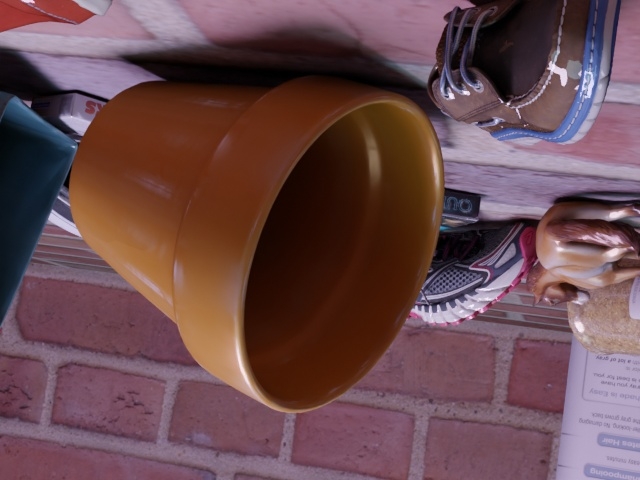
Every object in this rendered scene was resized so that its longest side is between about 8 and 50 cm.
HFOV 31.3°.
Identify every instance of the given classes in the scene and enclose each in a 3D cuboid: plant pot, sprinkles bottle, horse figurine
[{"bbox_3d":[-0.337,-0.053,0.845,0.234,0.165,0.165,21,175,6],"label":"plant pot"},{"bbox_3d":[-0.053,-0.019,0.742,0.188,0.205,0.205,22,-178,33],"label":"plant pot"},{"bbox_3d":[0.422,0.070,1.154,0.121,0.121,0.355,13,172,-37],"label":"sprinkles bottle"},{"bbox_3d":[0.261,0.011,1.046,0.174,0.066,0.263,2,167,20],"label":"horse figurine"}]

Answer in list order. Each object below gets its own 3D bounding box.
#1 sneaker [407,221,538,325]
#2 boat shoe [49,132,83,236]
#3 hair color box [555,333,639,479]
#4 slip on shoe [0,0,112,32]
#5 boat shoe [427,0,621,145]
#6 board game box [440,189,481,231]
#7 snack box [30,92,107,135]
[{"bbox_3d":[0.111,0.026,1.250,0.299,0.112,0.121,-14,-159,46],"label":"sneaker"},{"bbox_3d":[-0.120,-0.021,1.051,0.306,0.113,0.105,28,163,-6],"label":"boat shoe"},{"bbox_3d":[0.391,0.218,1.353,0.185,0.374,0.113,5,173,28],"label":"hair color box"},{"bbox_3d":[-0.229,-0.106,0.533,0.331,0.101,0.123,3,170,30],"label":"slip on shoe"},{"bbox_3d":[0.086,-0.078,0.529,0.066,0.066,0.183,10,173,-3],"label":"boat shoe"},{"bbox_3d":[0.044,-0.039,1.089,0.186,0.026,0.126,9,174,-11],"label":"board game box"},{"bbox_3d":[-0.144,-0.086,0.934,0.064,0.022,0.178,2,171,46],"label":"snack box"}]
